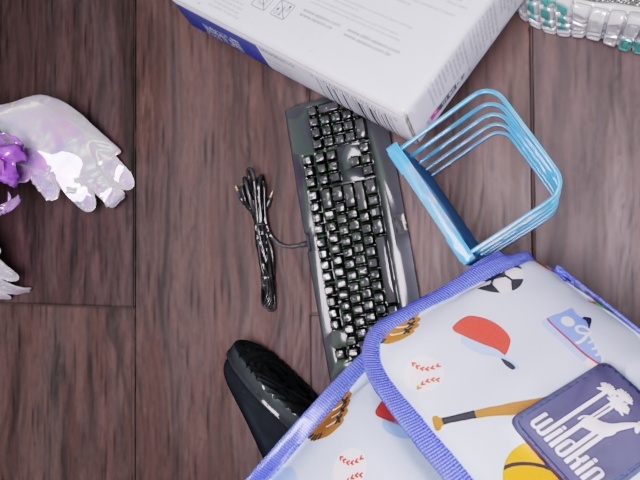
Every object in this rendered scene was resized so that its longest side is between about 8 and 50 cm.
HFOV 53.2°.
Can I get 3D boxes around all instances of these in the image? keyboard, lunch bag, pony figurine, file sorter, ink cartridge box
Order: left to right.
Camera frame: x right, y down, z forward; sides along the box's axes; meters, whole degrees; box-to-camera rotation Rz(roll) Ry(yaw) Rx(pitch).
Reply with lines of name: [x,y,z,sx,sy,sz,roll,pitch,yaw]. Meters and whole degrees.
pony figurine: [-0.461,-0.108,0.782,0.303,0.363,0.351,-38,92,10]
keyboard: [0.000,0.000,0.727,0.201,0.033,0.317,-12,84,22]
ink cartridge box: [0.059,-0.303,0.648,0.324,0.071,0.330,35,84,28]
file sorter: [0.153,-0.052,0.593,0.104,0.170,0.118,-34,77,14]
lunch bag: [0.131,0.229,0.462,0.385,0.239,0.328,-46,50,4]

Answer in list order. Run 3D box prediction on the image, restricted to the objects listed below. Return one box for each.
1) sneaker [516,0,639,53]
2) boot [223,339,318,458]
sneaker: [0.264,-0.238,0.618,0.166,0.065,0.076,24,81,17]
boot: [-0.068,0.264,0.713,0.246,0.094,0.207,43,100,11]
